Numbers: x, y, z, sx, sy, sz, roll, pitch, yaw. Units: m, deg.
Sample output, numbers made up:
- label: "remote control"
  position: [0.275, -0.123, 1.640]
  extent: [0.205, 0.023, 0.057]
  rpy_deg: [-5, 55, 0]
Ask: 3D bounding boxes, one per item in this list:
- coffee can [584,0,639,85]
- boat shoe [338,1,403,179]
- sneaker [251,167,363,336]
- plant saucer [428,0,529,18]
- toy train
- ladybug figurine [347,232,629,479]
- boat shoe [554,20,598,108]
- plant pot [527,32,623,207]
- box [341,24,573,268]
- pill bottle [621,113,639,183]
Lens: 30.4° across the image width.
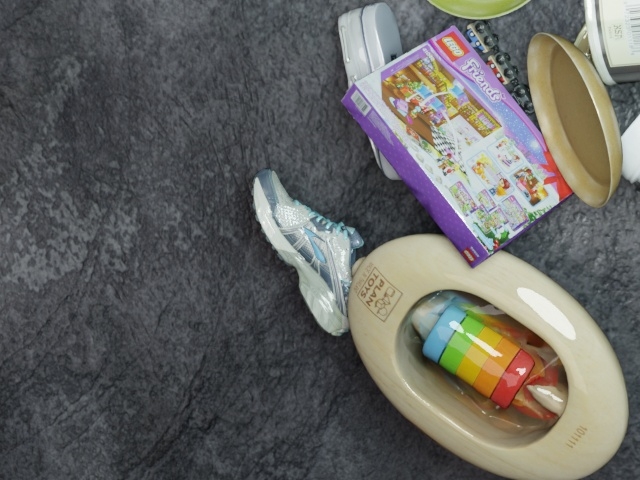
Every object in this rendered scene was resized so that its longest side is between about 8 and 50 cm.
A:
- label: "coffee can"
  position: [0.478, -0.297, 1.417]
  extent: [0.275, 0.201, 0.201]
  rpy_deg: [-1, 103, 28]
- label: "boat shoe"
  position: [0.080, -0.213, 1.720]
  extent: [0.084, 0.095, 0.258]
  rpy_deg: [-7, 89, 33]
- label: "sneaker"
  position: [0.000, 0.000, 1.818]
  extent: [0.122, 0.110, 0.283]
  rpy_deg: [-32, 90, 12]
- label: "plant saucer"
  position: [0.222, -0.426, 1.612]
  extent: [0.241, 0.037, 0.240]
  rpy_deg: [8, 107, 26]
- label: "toy train"
  position: [0.252, -0.243, 1.651]
  extent: [0.036, 0.027, 0.158]
  rpy_deg: [-33, 87, 43]
- label: "ladybug figurine"
  position: [0.239, 0.151, 1.681]
  extent: [0.449, 0.162, 0.305]
  rpy_deg: [38, 117, 14]
- label: "boat shoe"
  position: [0.357, -0.235, 1.587]
  extent: [0.045, 0.050, 0.135]
  rpy_deg: [24, 123, 17]
- label: "plant pot"
  position: [0.328, -0.157, 1.506]
  extent: [0.032, 0.236, 0.236]
  rpy_deg: [-21, 94, -6]
- label: "box"
  position: [0.194, -0.132, 1.609]
  extent: [0.293, 0.201, 0.057]
  rpy_deg: [53, 150, 7]
- label: "pill bottle"
  position: [0.512, -0.060, 1.484]
  extent: [0.283, 0.161, 0.161]
  rpy_deg: [42, 118, 12]
